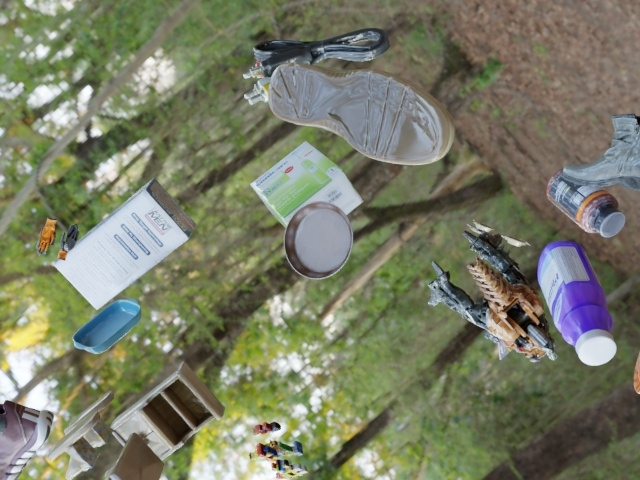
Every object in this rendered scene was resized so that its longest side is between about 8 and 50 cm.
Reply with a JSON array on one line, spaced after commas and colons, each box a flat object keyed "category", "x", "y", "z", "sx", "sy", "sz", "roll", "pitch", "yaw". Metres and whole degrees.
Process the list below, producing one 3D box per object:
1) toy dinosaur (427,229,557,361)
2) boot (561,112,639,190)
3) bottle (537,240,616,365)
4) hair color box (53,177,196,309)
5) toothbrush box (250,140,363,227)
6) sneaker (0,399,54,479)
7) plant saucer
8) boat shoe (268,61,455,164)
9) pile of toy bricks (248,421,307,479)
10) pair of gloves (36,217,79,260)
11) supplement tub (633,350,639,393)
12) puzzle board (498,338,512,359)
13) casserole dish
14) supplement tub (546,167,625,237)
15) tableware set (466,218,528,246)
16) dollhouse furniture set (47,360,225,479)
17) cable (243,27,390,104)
[{"category": "toy dinosaur", "x": 0.302, "y": 0.094, "z": 1.449, "sx": 0.218, "sy": 0.164, "sz": 0.322, "roll": 48, "pitch": 161, "yaw": 35}, {"category": "boot", "x": 0.642, "y": -0.198, "z": 1.925, "sx": 0.246, "sy": 0.083, "sz": 0.161, "roll": 10, "pitch": 108, "yaw": 46}, {"category": "bottle", "x": 0.477, "y": 0.117, "z": 1.651, "sx": 0.283, "sy": 0.092, "sz": 0.118, "roll": -91, "pitch": 2, "yaw": -57}, {"category": "hair color box", "x": -0.518, "y": 0.011, "z": 2.360, "sx": 0.174, "sy": 0.347, "sz": 0.105, "roll": 50, "pitch": -162, "yaw": -14}, {"category": "toothbrush box", "x": -0.042, "y": -0.131, "z": 2.418, "sx": 0.122, "sy": 0.206, "sz": 0.283, "roll": 54, "pitch": 177, "yaw": -29}, {"category": "sneaker", "x": -0.721, "y": 0.451, "z": 1.949, "sx": 0.162, "sy": 0.281, "sz": 0.106, "roll": 32, "pitch": -164, "yaw": -21}, {"category": "plant saucer", "x": 0.000, "y": 0.000, "z": 1.908, "sx": 0.168, "sy": 0.168, "sz": 0.029, "roll": 52, "pitch": -162, "yaw": 24}, {"category": "boat shoe", "x": 0.073, "y": -0.197, "z": 1.319, "sx": 0.341, "sy": 0.122, "sz": 0.110, "roll": 27, "pitch": -161, "yaw": 38}, {"category": "pile of toy bricks", "x": -0.132, "y": 0.547, "z": 2.283, "sx": 0.212, "sy": 0.105, "sz": 0.118, "roll": 41, "pitch": -149, "yaw": -50}, {"category": "pair of gloves", "x": -0.487, "y": -0.002, "z": 1.645, "sx": 0.010, "sy": 0.074, "sz": 0.083, "roll": 24, "pitch": -177, "yaw": 35}, {"category": "supplement tub", "x": 0.804, "y": 0.282, "z": 1.723, "sx": 0.338, "sy": 0.207, "sz": 0.207, "roll": 20, "pitch": -177, "yaw": 4}, {"category": "puzzle board", "x": 0.497, "y": 0.239, "z": 2.341, "sx": 0.011, "sy": 0.096, "sz": 0.128, "roll": 11, "pitch": 122, "yaw": 41}, {"category": "casserole dish", "x": -0.514, "y": 0.212, "z": 2.157, "sx": 0.114, "sy": 0.188, "sz": 0.037, "roll": 13, "pitch": 135, "yaw": 40}, {"category": "supplement tub", "x": 0.629, "y": -0.086, "z": 2.092, "sx": 0.106, "sy": 0.106, "sz": 0.198, "roll": 45, "pitch": -174, "yaw": -41}, {"category": "tableware set", "x": 0.440, "y": -0.016, "z": 2.184, "sx": 0.168, "sy": 0.020, "sz": 0.141, "roll": 19, "pitch": -171, "yaw": 4}, {"category": "dollhouse furniture set", "x": -0.402, "y": 0.501, "z": 2.171, "sx": 0.362, "sy": 0.256, "sz": 0.394, "roll": 50, "pitch": -172, "yaw": -10}, {"category": "cable", "x": -0.014, "y": -0.341, "z": 1.670, "sx": 0.072, "sy": 0.287, "sz": 0.139, "roll": 75, "pitch": 180, "yaw": -45}]
